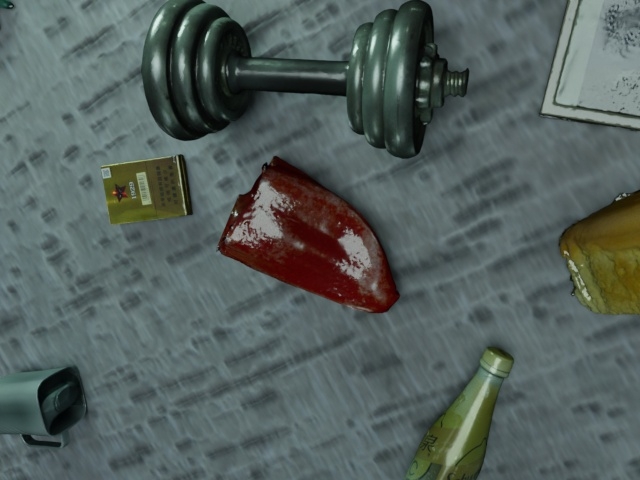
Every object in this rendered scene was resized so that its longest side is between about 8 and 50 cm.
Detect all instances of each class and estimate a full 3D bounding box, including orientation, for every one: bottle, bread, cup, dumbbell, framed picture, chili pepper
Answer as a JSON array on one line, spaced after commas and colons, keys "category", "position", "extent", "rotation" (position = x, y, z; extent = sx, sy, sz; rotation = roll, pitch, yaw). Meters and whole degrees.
[{"category": "bottle", "position": [0.179, 0.262, 0.786], "extent": [0.083, 0.083, 0.269], "rotation": [24, 105, 11]}, {"category": "bread", "position": [0.391, 0.006, 0.698], "extent": [0.160, 0.169, 0.140], "rotation": [-24, 93, -22]}, {"category": "cup", "position": [-0.456, 0.276, 0.974], "extent": [0.129, 0.095, 0.128], "rotation": [-7, 99, 20]}, {"category": "dumbbell", "position": [-0.031, -0.198, 0.722], "extent": [0.406, 0.179, 0.179], "rotation": [7, 101, 16]}, {"category": "framed picture", "position": [0.411, -0.218, 0.670], "extent": [0.281, 0.019, 0.209], "rotation": [12, 102, 15]}, {"category": "chili pepper", "position": [0.000, 0.000, 0.795], "extent": [0.253, 0.136, 0.144], "rotation": [27, 61, 0]}]

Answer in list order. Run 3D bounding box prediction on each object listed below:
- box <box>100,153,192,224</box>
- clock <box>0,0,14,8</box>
[{"category": "box", "position": [-0.257, -0.074, 0.891], "extent": [0.133, 0.023, 0.090], "rotation": [-6, 96, 18]}, {"category": "clock", "position": [-0.532, -0.383, 0.910], "extent": [0.101, 0.041, 0.135], "rotation": [-44, 87, 18]}]
